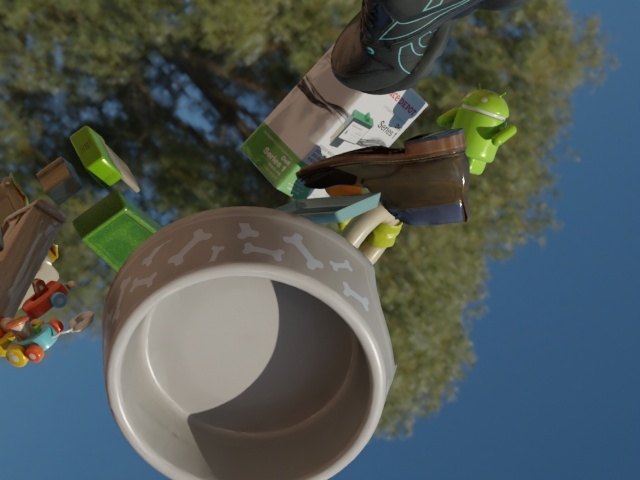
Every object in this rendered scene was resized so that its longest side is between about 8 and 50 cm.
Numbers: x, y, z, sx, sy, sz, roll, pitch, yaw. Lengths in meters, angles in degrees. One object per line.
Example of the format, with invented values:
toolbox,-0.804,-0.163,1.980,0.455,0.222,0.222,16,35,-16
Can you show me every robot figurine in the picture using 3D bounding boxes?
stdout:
robot figurine,0.208,-0.147,1.574,0.101,0.067,0.115,25,-80,36

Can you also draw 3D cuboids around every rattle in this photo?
rattle,0.000,0.000,1.504,0.200,0.143,0.130,-44,176,-17

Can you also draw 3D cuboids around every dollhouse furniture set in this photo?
dollhouse furniture set,-0.414,-0.002,1.854,0.301,0.151,0.197,-35,-123,4
dollhouse furniture set,-0.523,-0.040,1.470,0.303,0.355,0.173,-20,-140,52

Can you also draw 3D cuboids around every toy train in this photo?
toy train,-0.323,0.083,1.352,0.125,0.046,0.166,-39,-157,-16

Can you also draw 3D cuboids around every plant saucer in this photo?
plant saucer,-0.004,-0.035,1.416,0.067,0.018,0.192,-24,-168,-29

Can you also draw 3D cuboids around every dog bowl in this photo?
dog bowl,-0.081,0.140,1.334,0.349,0.348,0.102,-33,-159,16

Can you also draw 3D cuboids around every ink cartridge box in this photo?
ink cartridge box,0.022,-0.158,1.624,0.219,0.160,0.092,-47,-117,9

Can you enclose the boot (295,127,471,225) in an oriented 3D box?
boot,0.074,-0.058,1.384,0.219,0.106,0.082,-10,-172,32

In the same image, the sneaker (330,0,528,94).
sneaker,0.072,-0.205,0.967,0.267,0.106,0.101,-33,-124,52
